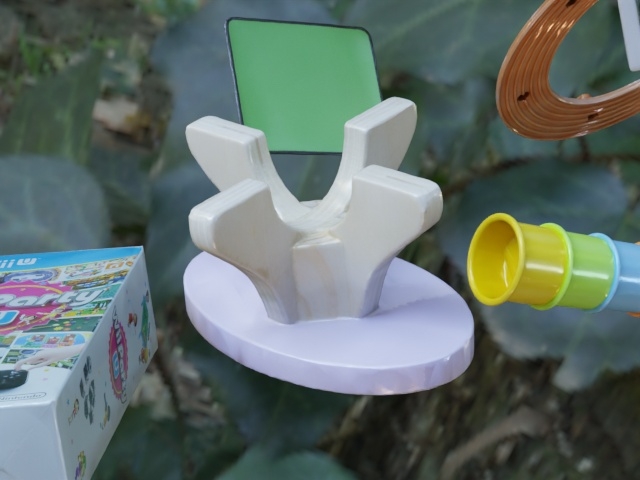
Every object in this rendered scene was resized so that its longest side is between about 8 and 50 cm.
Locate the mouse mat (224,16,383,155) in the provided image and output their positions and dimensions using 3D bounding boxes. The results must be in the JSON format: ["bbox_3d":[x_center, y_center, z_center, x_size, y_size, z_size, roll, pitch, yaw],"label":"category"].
[{"bbox_3d":[-0.012,-0.162,1.943,0.190,0.007,0.152,0,73,-35],"label":"mouse mat"}]

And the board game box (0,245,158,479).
[{"bbox_3d":[-0.261,0.105,1.365,0.224,0.097,0.303,-4,18,8],"label":"board game box"}]

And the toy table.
[{"bbox_3d":[0.000,0.000,1.487,0.274,0.161,0.252,11,32,28],"label":"toy table"}]

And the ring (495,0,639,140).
[{"bbox_3d":[0.318,-0.222,1.841,0.336,0.336,0.032,-11,57,-33],"label":"ring"}]

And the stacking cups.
[{"bbox_3d":[0.304,0.039,1.913,0.316,0.096,0.096,9,40,-32],"label":"stacking cups"}]

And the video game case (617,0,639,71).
[{"bbox_3d":[0.351,-0.290,2.108,0.022,0.190,0.173,-10,4,12],"label":"video game case"}]
